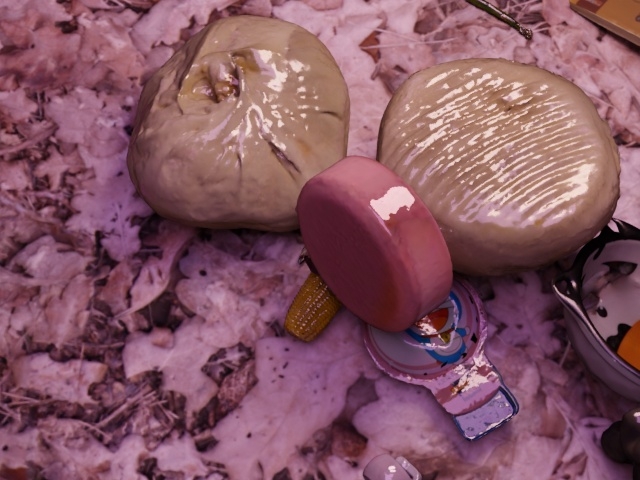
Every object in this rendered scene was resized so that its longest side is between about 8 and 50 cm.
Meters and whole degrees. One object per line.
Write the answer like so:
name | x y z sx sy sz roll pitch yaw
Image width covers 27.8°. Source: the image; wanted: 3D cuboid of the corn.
corn | 0.015 0.059 1.887 0.072 0.072 0.203 30 73 12

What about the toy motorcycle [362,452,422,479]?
toy motorcycle | 0.153 0.386 1.739 0.112 0.112 0.254 -39 72 -13

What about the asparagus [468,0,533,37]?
asparagus | 0.287 -0.361 2.072 0.127 0.015 0.018 34 82 13

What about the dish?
dish | 0.443 0.125 1.801 0.303 0.120 0.303 13 48 -15

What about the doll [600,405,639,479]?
doll | 0.488 0.395 1.662 0.382 0.252 0.378 35 73 20

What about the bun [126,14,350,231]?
bun | -0.121 -0.174 1.904 0.361 0.213 0.361 -1 68 3

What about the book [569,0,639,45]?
book | 0.619 -0.442 2.057 0.269 0.032 0.389 35 72 30

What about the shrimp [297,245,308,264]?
shrimp | 0.002 0.004 1.933 0.038 0.029 0.092 32 78 4

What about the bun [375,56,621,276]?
bun | 0.242 -0.090 1.838 0.362 0.234 0.326 26 60 23

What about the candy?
candy | 0.067 0.006 1.750 0.094 0.255 0.255 -34 72 -25

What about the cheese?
cheese | 0.170 0.149 1.848 0.189 0.074 0.286 -30 71 -8
